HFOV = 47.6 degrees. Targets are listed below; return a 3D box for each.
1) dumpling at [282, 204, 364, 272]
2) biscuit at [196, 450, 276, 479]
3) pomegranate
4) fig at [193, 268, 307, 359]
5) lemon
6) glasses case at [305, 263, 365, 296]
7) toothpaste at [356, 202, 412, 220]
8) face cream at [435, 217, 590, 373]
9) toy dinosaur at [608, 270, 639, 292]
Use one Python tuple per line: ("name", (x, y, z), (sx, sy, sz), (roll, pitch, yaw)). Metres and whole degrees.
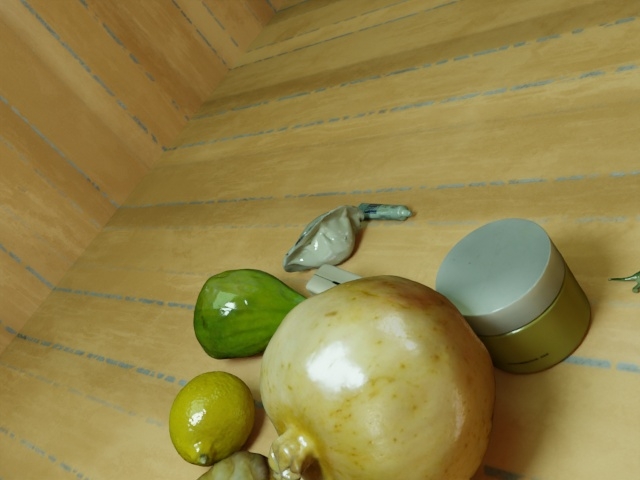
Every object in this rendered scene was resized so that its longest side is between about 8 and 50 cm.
("dumpling", (0.000, 0.000, 1.821), (0.247, 0.172, 0.142), (-43, 61, 9))
("biscuit", (-0.158, 0.517, 1.404), (0.213, 0.091, 0.274), (-48, 23, -15))
("pomegranate", (0.082, 0.254, 1.171), (0.411, 0.411, 0.411), (-29, 33, 21))
("fig", (-0.159, 0.169, 1.781), (0.314, 0.233, 0.233), (-15, 30, -9))
("lemon", (-0.235, 0.383, 1.568), (0.187, 0.187, 0.244), (-24, 26, 28))
("glasses case", (0.107, 0.148, 1.531), (0.076, 0.144, 0.336), (-49, 30, -14))
("toothpaste", (0.155, -0.073, 1.862), (0.060, 0.038, 0.233), (-50, 29, -21))
("face cream", (0.342, 0.099, 1.289), (0.218, 0.179, 0.218), (-29, 33, 21))
("toy dinosaur", (0.561, 0.061, 1.254), (0.119, 0.029, 0.060), (-14, 24, 46))
